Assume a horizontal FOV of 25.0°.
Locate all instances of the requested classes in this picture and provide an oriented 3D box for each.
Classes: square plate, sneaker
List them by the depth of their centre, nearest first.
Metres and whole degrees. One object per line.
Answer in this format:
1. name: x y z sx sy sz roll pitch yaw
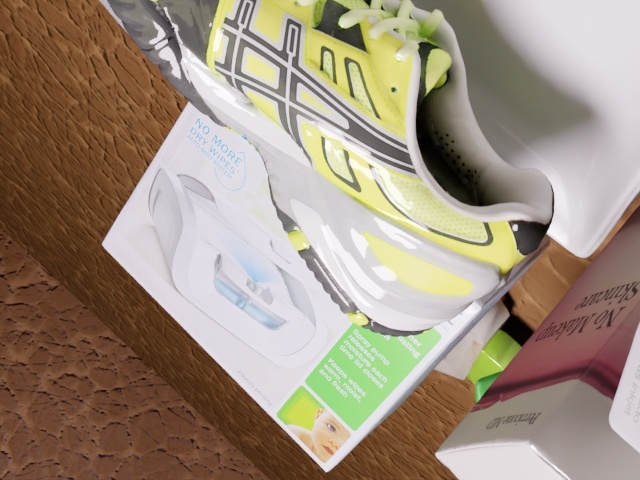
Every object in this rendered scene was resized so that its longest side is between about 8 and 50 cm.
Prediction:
1. square plate: 0.079 -0.165 0.860 0.347 0.049 0.344 41 162 9
2. sneaker: 0.001 -0.124 0.881 0.147 0.145 0.385 -29 106 38

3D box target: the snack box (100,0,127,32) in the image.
1. snack box: -0.211 -0.259 1.291 0.178 0.022 0.064 50 161 -19

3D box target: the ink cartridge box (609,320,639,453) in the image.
1. ink cartridge box: 0.258 0.055 0.600 0.114 0.197 0.273 8 -163 -23

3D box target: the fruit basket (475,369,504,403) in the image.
1. fruit basket: 0.303 0.236 1.061 0.392 0.283 0.392 -2 150 -1

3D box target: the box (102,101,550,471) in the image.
1. box: 0.000 0.000 1.107 0.262 0.127 0.231 45 132 7

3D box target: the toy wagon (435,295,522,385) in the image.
1. toy wagon: 0.074 0.040 1.285 0.344 0.068 0.267 39 161 11

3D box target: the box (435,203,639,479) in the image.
1. box: 0.202 0.079 0.843 0.127 0.232 0.148 44 161 -4
